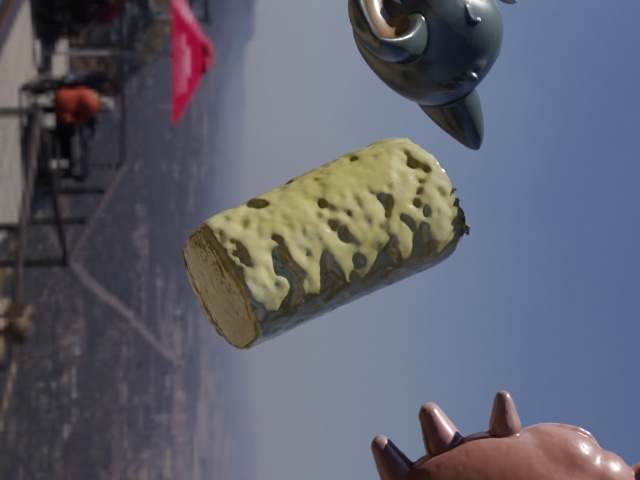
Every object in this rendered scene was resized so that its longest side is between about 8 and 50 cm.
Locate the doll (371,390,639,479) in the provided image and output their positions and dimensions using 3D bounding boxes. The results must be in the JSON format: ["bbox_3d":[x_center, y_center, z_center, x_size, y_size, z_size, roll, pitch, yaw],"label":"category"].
[{"bbox_3d":[0.102,0.206,0.780,0.211,0.262,0.093,55,6,2],"label":"doll"}]

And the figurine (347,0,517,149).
[{"bbox_3d":[0.059,-0.223,1.006,0.265,0.140,0.193,49,4,26],"label":"figurine"}]

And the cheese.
[{"bbox_3d":[0.000,0.000,0.820,0.093,0.167,0.123,67,-19,-2],"label":"cheese"}]
